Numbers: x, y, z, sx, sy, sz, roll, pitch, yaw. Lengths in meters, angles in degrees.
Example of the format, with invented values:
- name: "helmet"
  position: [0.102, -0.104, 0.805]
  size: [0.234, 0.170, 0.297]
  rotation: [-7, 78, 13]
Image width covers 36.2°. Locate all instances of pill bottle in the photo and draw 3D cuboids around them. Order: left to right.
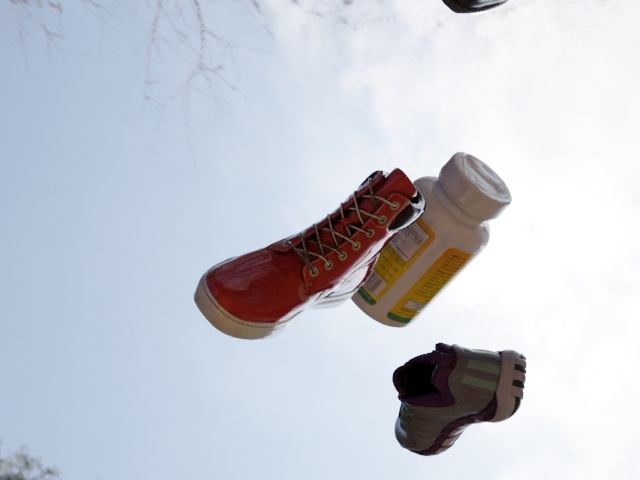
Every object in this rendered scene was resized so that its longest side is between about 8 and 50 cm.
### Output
- name: "pill bottle"
  position: [0.127, -0.002, 1.163]
  size: [0.117, 0.118, 0.208]
  rotation: [9, -49, -44]

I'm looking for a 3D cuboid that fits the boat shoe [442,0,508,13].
- name: "boat shoe"
  position: [0.154, -0.215, 0.648]
  size: [0.183, 0.083, 0.065]
  rotation: [-35, -87, -26]

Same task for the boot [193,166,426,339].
- name: "boot"
  position: [0.000, 0.000, 0.926]
  size: [0.176, 0.088, 0.244]
  rotation: [-49, -18, 31]

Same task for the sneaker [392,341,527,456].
- name: "sneaker"
  position: [0.099, 0.139, 0.911]
  size: [0.098, 0.224, 0.083]
  rotation: [18, -120, -13]
